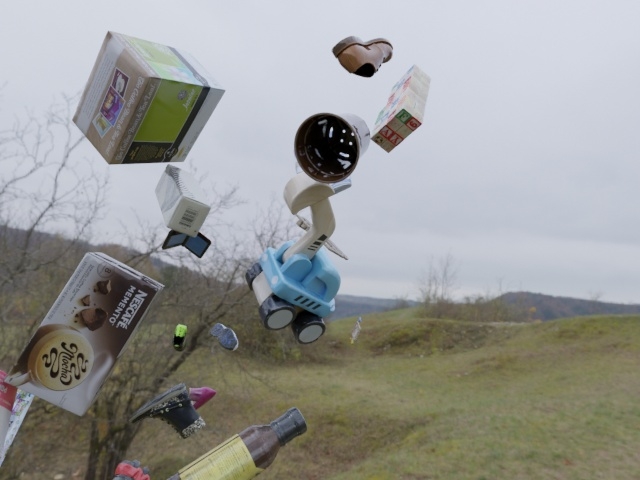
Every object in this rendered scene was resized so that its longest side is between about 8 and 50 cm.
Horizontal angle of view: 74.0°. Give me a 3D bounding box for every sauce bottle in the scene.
[{"bbox_3d":[-0.189,0.524,1.023,0.344,0.111,0.111,-24,7,-27],"label":"sauce bottle"}]

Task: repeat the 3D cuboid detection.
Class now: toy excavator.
[{"bbox_3d":[-0.047,0.050,1.297,0.433,0.445,0.222,34,15,-41],"label":"toy excavator"}]

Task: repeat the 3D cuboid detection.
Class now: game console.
[{"bbox_3d":[-0.470,0.016,1.485,0.124,0.085,0.144,-18,-17,-39],"label":"game console"}]

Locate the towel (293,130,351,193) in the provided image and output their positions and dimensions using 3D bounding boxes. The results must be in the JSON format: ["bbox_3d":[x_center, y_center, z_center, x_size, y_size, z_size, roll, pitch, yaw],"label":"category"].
[{"bbox_3d":[0.000,-0.262,1.514,0.209,0.285,0.034,-21,-36,20],"label":"towel"}]

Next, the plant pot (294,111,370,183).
[{"bbox_3d":[0.043,-0.245,1.061,0.167,0.167,0.165,3,25,23],"label":"plant pot"}]

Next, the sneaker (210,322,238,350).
[{"bbox_3d":[-0.397,0.421,1.837,0.081,0.080,0.211,45,-13,-32],"label":"sneaker"}]

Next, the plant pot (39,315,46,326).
[{"bbox_3d":[-0.817,0.345,1.497,0.215,0.215,0.230,2,2,29],"label":"plant pot"}]

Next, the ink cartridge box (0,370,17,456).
[{"bbox_3d":[-0.713,0.393,0.770,0.207,0.283,0.117,-4,-36,-10],"label":"ink cartridge box"}]

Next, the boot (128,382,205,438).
[{"bbox_3d":[-0.545,0.639,1.516,0.236,0.179,0.085,-31,3,4],"label":"boot"}]

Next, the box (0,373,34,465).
[{"bbox_3d":[-0.933,0.501,1.144,0.201,0.293,0.057,32,-50,-28],"label":"box"}]

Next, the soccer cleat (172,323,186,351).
[{"bbox_3d":[-0.584,0.416,1.748,0.060,0.072,0.179,14,-49,-8],"label":"soccer cleat"}]

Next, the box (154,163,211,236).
[{"bbox_3d":[-0.424,-0.127,1.293,0.094,0.113,0.275,23,14,-37],"label":"box"}]

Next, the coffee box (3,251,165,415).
[{"bbox_3d":[-0.495,0.192,0.922,0.168,0.297,0.119,31,-10,-10],"label":"coffee box"}]

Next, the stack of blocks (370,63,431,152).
[{"bbox_3d":[0.289,-0.472,1.515,0.087,0.297,0.171,33,-40,-17],"label":"stack of blocks"}]

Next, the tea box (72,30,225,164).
[{"bbox_3d":[-0.552,-0.441,1.383,0.220,0.329,0.323,47,27,11],"label":"tea box"}]

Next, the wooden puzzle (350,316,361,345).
[{"bbox_3d":[0.163,0.412,1.925,0.014,0.116,0.078,21,19,-14],"label":"wooden puzzle"}]

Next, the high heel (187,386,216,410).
[{"bbox_3d":[-0.540,0.724,1.850,0.117,0.244,0.082,13,26,-23],"label":"high heel"}]

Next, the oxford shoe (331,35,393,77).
[{"bbox_3d":[0.103,-0.387,0.918,0.076,0.076,0.212,-28,2,43],"label":"oxford shoe"}]

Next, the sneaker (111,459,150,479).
[{"bbox_3d":[-0.433,0.691,1.078,0.276,0.135,0.097,40,-52,-6],"label":"sneaker"}]

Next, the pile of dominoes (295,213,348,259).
[{"bbox_3d":[0.000,0.000,1.661,0.251,0.040,0.196,47,8,36],"label":"pile of dominoes"}]
